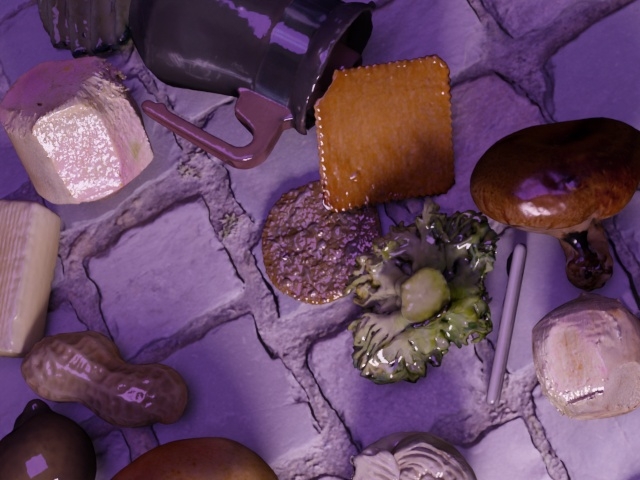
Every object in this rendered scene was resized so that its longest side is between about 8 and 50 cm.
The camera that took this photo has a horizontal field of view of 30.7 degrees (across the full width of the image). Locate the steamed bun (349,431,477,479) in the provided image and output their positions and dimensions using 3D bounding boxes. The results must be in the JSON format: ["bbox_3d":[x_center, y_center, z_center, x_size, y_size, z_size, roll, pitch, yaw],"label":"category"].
[{"bbox_3d":[0.149,0.383,1.773,0.211,0.144,0.218,19,113,26],"label":"steamed bun"}]

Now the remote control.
[{"bbox_3d":[0.289,0.132,1.829,0.029,0.067,0.261,10,80,13],"label":"remote control"}]

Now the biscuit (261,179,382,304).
[{"bbox_3d":[0.000,0.000,1.955,0.220,0.033,0.220,-4,75,13],"label":"biscuit"}]

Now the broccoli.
[{"bbox_3d":[0.146,0.080,1.784,0.248,0.245,0.288,3,83,11],"label":"broccoli"}]

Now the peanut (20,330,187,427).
[{"bbox_3d":[-0.358,0.232,1.950,0.298,0.120,0.136,18,87,15],"label":"peanut"}]

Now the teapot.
[{"bbox_3d":[-0.123,-0.320,1.925,0.362,0.305,0.376,27,76,12],"label":"teapot"}]

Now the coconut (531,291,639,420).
[{"bbox_3d":[0.402,0.167,1.734,0.194,0.194,0.194,-3,76,14],"label":"coconut"}]

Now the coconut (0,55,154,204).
[{"bbox_3d":[-0.406,-0.177,1.998,0.233,0.245,0.233,-14,41,13],"label":"coconut"}]

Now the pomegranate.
[{"bbox_3d":[-0.191,0.442,1.752,0.319,0.319,0.319,-3,76,14],"label":"pomegranate"}]

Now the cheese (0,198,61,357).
[{"bbox_3d":[-0.597,0.065,2.048,0.242,0.124,0.265,4,77,12],"label":"cheese"}]

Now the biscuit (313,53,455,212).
[{"bbox_3d":[0.105,-0.171,1.875,0.232,0.013,0.237,-10,110,-12],"label":"biscuit"}]

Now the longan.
[{"bbox_3d":[-0.462,0.363,1.924,0.185,0.159,0.204,-17,71,18],"label":"longan"}]

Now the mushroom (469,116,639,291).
[{"bbox_3d":[0.358,-0.081,1.803,0.267,0.267,0.254,27,115,19],"label":"mushroom"}]

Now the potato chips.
[{"bbox_3d":[-0.374,-0.544,2.165,0.358,0.070,0.429,-5,75,16],"label":"potato chips"}]
